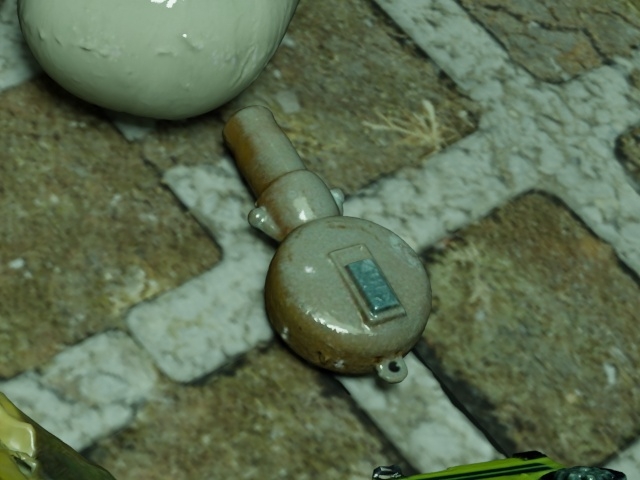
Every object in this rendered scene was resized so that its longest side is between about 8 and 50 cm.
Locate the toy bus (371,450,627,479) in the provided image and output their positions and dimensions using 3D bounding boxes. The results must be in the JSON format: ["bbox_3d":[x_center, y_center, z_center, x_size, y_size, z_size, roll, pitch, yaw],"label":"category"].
[{"bbox_3d":[0.107,0.186,0.768,0.150,0.262,0.128,-6,93,-15],"label":"toy bus"}]

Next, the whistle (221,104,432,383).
[{"bbox_3d":[0.000,0.000,1.007,0.107,0.057,0.220,-15,58,-27],"label":"whistle"}]

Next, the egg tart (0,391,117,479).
[{"bbox_3d":[-0.257,0.203,0.682,0.443,0.178,0.443,8,52,-11],"label":"egg tart"}]

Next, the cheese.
[{"bbox_3d":[-0.106,-0.170,1.039,0.198,0.154,0.189,15,56,-8],"label":"cheese"}]
